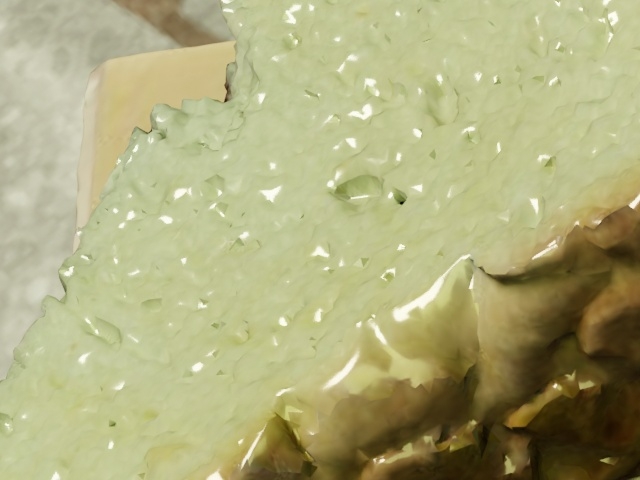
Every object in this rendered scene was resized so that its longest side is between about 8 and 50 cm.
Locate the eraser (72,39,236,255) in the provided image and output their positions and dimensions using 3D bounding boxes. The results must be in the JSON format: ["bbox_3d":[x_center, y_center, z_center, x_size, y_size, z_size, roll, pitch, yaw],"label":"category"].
[{"bbox_3d":[0.093,-0.008,0.570,0.343,0.078,0.144,-7,59,10],"label":"eraser"}]

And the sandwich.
[{"bbox_3d":[0.003,0.003,0.461,0.288,0.099,0.254,-38,36,8],"label":"sandwich"}]
